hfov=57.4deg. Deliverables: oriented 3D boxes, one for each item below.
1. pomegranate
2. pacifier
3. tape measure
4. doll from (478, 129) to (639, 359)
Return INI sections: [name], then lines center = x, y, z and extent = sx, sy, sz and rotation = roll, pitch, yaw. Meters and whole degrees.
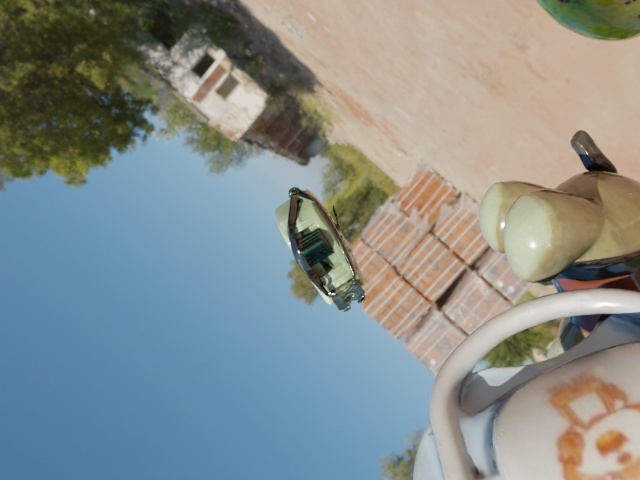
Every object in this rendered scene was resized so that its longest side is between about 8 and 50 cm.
[pomegranate]
center = 0.453, -0.470, 0.984
extent = 0.310, 0.216, 0.358
rotation = 48, -164, -6
[pacifier]
center = 0.207, 0.161, 0.414
extent = 0.207, 0.279, 0.227
rotation = 59, -170, -40
[tape measure]
center = 0.000, 0.000, 1.168
extent = 0.207, 0.115, 0.235
rotation = 58, -175, -26
[doll]
center = 0.290, 0.066, 0.568
extent = 0.330, 0.174, 0.235
rotation = 61, -178, -14
